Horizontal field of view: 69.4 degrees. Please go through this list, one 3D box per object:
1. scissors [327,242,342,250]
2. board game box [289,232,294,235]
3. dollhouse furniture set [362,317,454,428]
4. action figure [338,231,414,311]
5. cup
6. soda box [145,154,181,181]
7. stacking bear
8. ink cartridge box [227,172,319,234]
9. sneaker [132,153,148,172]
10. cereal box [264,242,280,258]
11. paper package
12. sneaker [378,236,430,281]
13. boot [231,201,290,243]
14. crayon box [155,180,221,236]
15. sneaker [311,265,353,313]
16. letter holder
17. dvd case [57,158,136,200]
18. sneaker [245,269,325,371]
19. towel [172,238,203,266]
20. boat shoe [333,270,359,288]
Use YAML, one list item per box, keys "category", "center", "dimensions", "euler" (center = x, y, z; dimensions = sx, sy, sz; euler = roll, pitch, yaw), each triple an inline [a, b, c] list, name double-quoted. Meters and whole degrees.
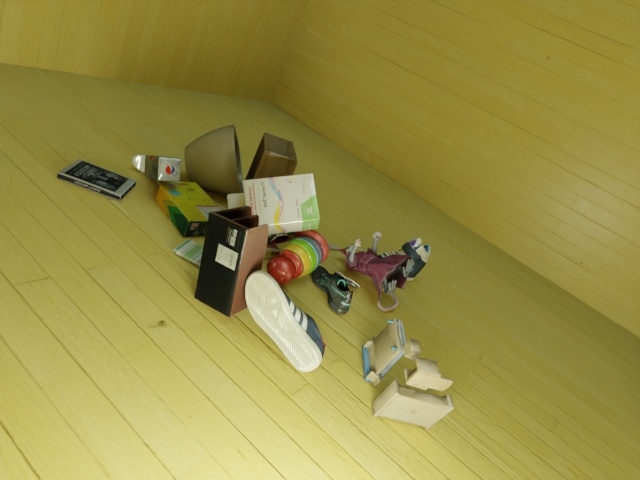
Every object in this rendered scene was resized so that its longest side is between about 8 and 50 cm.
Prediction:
- category: "scissors"
  center: [0.000, 0.000, 2.170]
  dimensions: [0.297, 0.021, 0.108]
  euler: [3, 69, -41]
- category: "board game box"
  center: [-0.202, -0.097, 2.092]
  dimensions: [0.260, 0.030, 0.136]
  euler: [16, 45, -37]
- category: "dollhouse furniture set"
  center: [0.291, 0.379, 1.455]
  dimensions: [0.198, 0.286, 0.303]
  euler: [19, 37, -17]
- category: "action figure"
  center: [0.231, 0.116, 2.070]
  dimensions: [0.248, 0.275, 0.371]
  euler: [-11, 20, -43]
- category: "cup"
  center: [-0.503, -0.368, 2.174]
  dimensions: [0.237, 0.330, 0.331]
  euler: [-5, 31, -5]
- category: "soda box"
  center: [-0.670, -0.307, 1.954]
  dimensions: [0.091, 0.097, 0.286]
  euler: [1, 10, -31]
- category: "stacking bear"
  center: [-0.104, 0.079, 1.821]
  dimensions: [0.165, 0.175, 0.289]
  euler: [9, 27, 30]
- category: "ink cartridge box"
  center: [-0.193, -0.137, 1.836]
  dimensions: [0.354, 0.119, 0.206]
  euler: [-7, 73, -6]
- category: "sneaker"
  center: [-0.766, -0.348, 2.123]
  dimensions: [0.212, 0.080, 0.094]
  euler: [13, 15, -42]
- category: "cereal box"
  center: [-0.295, -0.014, 1.936]
  dimensions: [0.173, 0.047, 0.240]
  euler: [5, 32, -43]
- category: "paper package"
  center: [-0.252, -0.324, 2.258]
  dimensions: [0.168, 0.324, 0.309]
  euler: [18, 26, -17]
- category: "sneaker"
  center: [0.377, 0.067, 2.210]
  dimensions: [0.323, 0.236, 0.130]
  euler: [12, 28, -29]
- category: "boot"
  center: [-0.246, -0.073, 1.921]
  dimensions: [0.237, 0.085, 0.178]
  euler: [-3, 57, -28]
- category: "crayon box"
  center: [-0.535, -0.136, 1.905]
  dimensions: [0.202, 0.081, 0.318]
  euler: [-2, 37, -46]
- category: "sneaker"
  center: [0.056, 0.174, 1.848]
  dimensions: [0.101, 0.106, 0.267]
  euler: [6, 30, -35]
- category: "letter holder"
  center: [-0.259, 0.058, 1.502]
  dimensions: [0.152, 0.301, 0.214]
  euler: [24, 21, 23]
- category: "dvd case"
  center: [-0.881, -0.242, 1.838]
  dimensions: [0.239, 0.029, 0.179]
  euler: [22, 24, -11]
- category: "sneaker"
  center: [-0.105, 0.241, 1.462]
  dimensions: [0.349, 0.131, 0.148]
  euler: [58, 22, 0]
- category: "towel"
  center: [-0.449, 0.057, 1.690]
  dimensions: [0.152, 0.023, 0.113]
  euler: [30, 27, 3]
- category: "boat shoe"
  center: [0.107, 0.176, 1.972]
  dimensions: [0.125, 0.038, 0.046]
  euler: [33, -17, 0]
